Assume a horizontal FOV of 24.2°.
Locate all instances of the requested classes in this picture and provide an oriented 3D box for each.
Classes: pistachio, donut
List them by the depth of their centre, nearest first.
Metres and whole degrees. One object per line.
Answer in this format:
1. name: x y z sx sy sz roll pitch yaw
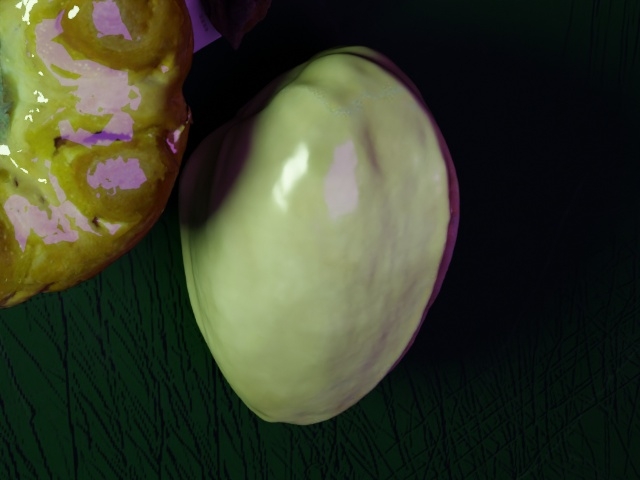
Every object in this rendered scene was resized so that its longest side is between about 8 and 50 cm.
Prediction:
1. donut: -0.236 -0.114 0.955 0.299 0.150 0.317 -8 110 -22
2. pistachio: 0.000 0.000 1.162 0.193 0.214 0.318 -51 149 -54

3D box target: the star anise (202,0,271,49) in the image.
1. star anise: -0.061 -0.254 1.064 0.229 0.093 0.236 -27 120 -22

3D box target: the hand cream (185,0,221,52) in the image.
1. hand cream: -0.148 -0.127 1.109 0.216 0.038 0.052 -39 155 -16
